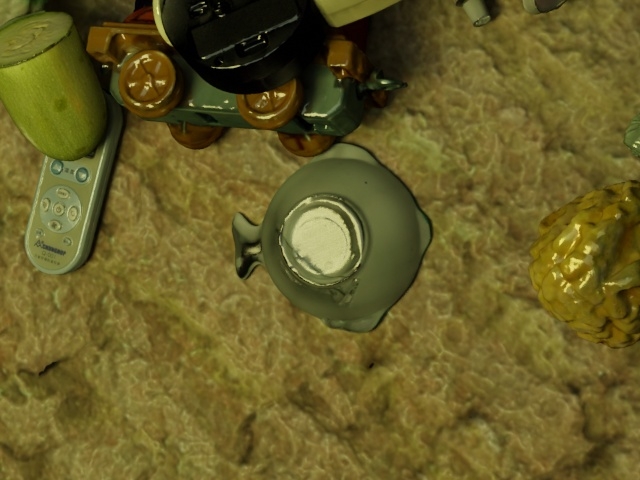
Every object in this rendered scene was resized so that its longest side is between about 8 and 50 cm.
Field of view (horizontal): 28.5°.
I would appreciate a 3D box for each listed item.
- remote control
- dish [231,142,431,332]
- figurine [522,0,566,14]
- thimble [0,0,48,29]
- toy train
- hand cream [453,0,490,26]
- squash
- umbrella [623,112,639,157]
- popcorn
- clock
[{"bbox_3d":[-0.307,-0.076,1.575,0.087,0.047,0.244,18,96,21],"label":"remote control"},{"bbox_3d":[0.000,0.000,1.454,0.246,0.078,0.224,-5,90,19],"label":"dish"},{"bbox_3d":[0.211,-0.333,1.367,0.154,0.132,0.132,38,102,25],"label":"figurine"},{"bbox_3d":[-0.428,-0.308,1.534,0.219,0.150,0.219,-29,53,49],"label":"thimble"},{"bbox_3d":[-0.074,-0.224,1.440,0.369,0.163,0.231,6,79,19],"label":"toy train"},{"bbox_3d":[0.142,-0.342,1.432,0.052,0.038,0.216,-22,78,-10],"label":"hand cream"},{"bbox_3d":[-0.315,-0.167,1.472,0.123,0.123,0.186,1,134,19],"label":"squash"},{"bbox_3d":[0.378,-0.148,1.336,0.067,0.062,0.143,33,103,-13],"label":"umbrella"},{"bbox_3d":[0.311,0.024,1.321,0.170,0.180,0.180,35,102,44],"label":"popcorn"},{"bbox_3d":[-0.007,-0.318,1.314,0.379,0.120,0.276,-25,68,6],"label":"clock"}]
